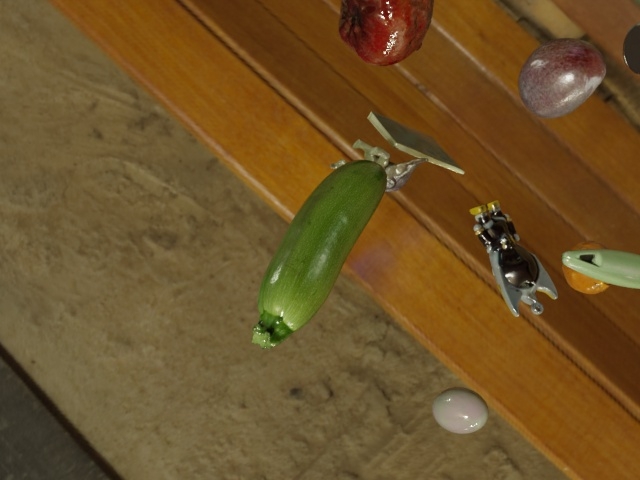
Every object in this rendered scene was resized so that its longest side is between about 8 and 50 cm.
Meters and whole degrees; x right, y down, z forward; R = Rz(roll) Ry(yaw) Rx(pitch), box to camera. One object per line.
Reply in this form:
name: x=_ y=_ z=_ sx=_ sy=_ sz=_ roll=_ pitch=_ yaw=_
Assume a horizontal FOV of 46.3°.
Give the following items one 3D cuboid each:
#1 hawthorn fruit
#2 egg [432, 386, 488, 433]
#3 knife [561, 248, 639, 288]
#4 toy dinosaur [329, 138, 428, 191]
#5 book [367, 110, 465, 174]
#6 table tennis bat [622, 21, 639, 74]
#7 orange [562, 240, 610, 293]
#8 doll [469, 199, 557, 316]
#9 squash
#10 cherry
hawthorn fruit: x=0.157 y=-0.515 z=1.643 sx=0.266 sy=0.210 sz=0.230 roll=-34 pitch=123 yaw=-40
egg: x=0.315 y=0.382 z=1.683 sx=0.103 sy=0.135 sz=0.103 roll=4 pitch=84 yaw=-44
knife: x=0.335 y=0.032 z=0.686 sx=0.293 sy=0.020 sz=0.043 roll=11 pitch=88 yaw=-25
toy dinosaur: x=0.127 y=-0.174 z=1.884 sx=0.162 sy=0.294 sz=0.077 roll=36 pitch=63 yaw=-27
book: x=0.251 y=-0.262 z=1.993 sx=0.215 sy=0.025 sz=0.282 roll=19 pitch=20 yaw=-17
table tennis bat: x=0.647 y=-0.404 z=1.467 sx=0.095 sy=0.014 sz=0.158 roll=6 pitch=100 yaw=7
orange: x=0.416 y=0.042 z=1.158 sx=0.083 sy=0.083 sz=0.083 roll=9 pitch=65 yaw=-20
doll: x=0.483 y=0.047 z=1.919 sx=0.145 sy=0.103 sz=0.316 roll=-12 pitch=75 yaw=-52
squash: x=0.000 y=0.000 z=1.145 sx=0.107 sy=0.107 sz=0.395 roll=35 pitch=55 yaw=-6
cherry: x=0.475 y=-0.324 z=1.485 sx=0.140 sy=0.176 sz=0.176 roll=40 pitch=59 yaw=-8
